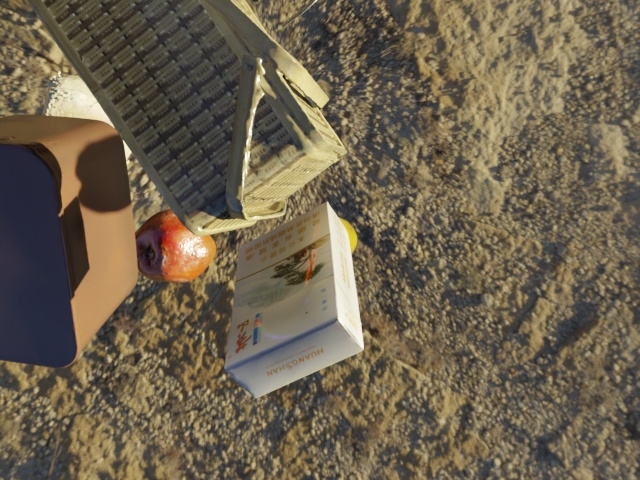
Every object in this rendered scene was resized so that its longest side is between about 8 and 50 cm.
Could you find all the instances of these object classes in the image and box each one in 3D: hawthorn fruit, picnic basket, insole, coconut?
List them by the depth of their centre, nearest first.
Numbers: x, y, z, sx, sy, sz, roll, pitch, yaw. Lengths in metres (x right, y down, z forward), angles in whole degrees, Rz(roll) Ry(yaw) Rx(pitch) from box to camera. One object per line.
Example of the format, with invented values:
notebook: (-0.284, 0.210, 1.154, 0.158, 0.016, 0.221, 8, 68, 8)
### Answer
picnic basket: (-0.113, -0.175, 0.625, 0.175, 0.228, 0.312, -35, 89, 10)
hawthorn fruit: (-0.335, 0.015, 1.297, 0.189, 0.189, 0.189, -1, 104, -4)
insole: (-0.056, -0.633, 1.594, 0.006, 0.193, 0.065, 46, 68, -21)
coconut: (-0.656, -0.315, 1.627, 0.255, 0.297, 0.297, 12, 104, -26)

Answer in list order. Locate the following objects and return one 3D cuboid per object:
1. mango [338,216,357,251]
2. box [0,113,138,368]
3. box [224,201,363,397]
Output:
mango: (0.008, 0.000, 1.675, 0.195, 0.331, 0.142, 4, 86, 2)
box: (-0.443, -0.016, 0.896, 0.240, 0.229, 0.339, 6, 114, 8)
box: (-0.034, 0.065, 0.715, 0.150, 0.233, 0.067, -29, 122, 16)
